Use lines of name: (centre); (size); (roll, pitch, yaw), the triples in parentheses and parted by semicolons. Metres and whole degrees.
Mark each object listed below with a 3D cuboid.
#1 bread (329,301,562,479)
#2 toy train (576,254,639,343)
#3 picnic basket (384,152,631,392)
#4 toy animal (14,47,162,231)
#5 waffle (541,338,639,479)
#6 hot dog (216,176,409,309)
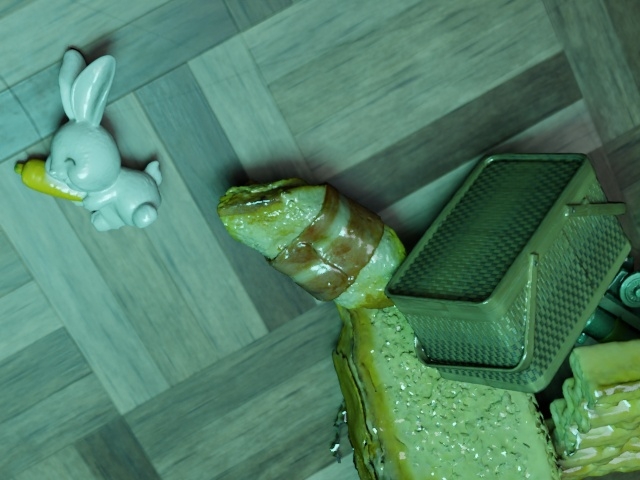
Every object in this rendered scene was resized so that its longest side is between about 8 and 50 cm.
bread: (0.133, 0.233, 1.489); (0.248, 0.279, 0.315); (-12, 67, -11)
toy train: (0.402, 0.105, 1.507); (0.200, 0.083, 0.132); (31, 101, -20)
picnic basket: (0.216, 0.029, 1.341); (0.266, 0.165, 0.139); (-51, 123, -27)
toy animal: (-0.249, -0.100, 1.285); (0.127, 0.131, 0.181); (-52, 124, -29)
waffle: (0.422, 0.200, 1.429); (0.304, 0.077, 0.348); (-8, 152, -7)
hot dog: (0.002, -0.004, 1.363); (0.261, 0.093, 0.123); (36, 111, -24)
